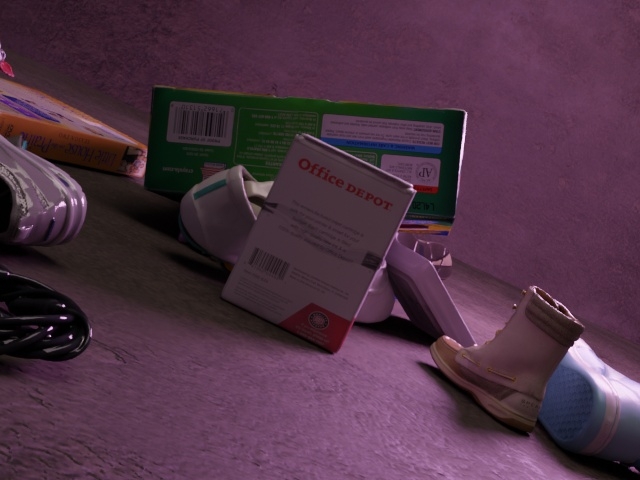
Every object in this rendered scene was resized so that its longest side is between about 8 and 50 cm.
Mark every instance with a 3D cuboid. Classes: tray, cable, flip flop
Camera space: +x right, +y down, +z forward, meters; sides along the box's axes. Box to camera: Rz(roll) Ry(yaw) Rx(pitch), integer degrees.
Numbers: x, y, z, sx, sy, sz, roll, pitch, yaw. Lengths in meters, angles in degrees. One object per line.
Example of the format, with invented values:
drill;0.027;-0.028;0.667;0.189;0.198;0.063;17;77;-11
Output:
tray;0.150;0.085;1.561;0.145;0.030;0.270;30;-17;40
cable;-0.249;0.044;0.751;0.184;0.047;0.150;24;1;11
flip flop;0.188;0.029;2.284;0.277;0.112;0.080;17;-15;-42

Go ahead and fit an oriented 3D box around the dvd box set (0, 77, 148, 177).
dvd box set;-0.508;-0.210;1.671;0.307;0.062;0.420;28;7;20

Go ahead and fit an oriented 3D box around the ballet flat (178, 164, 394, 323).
ballet flat;-0.006;0.009;1.384;0.400;0.139;0.139;26;5;-38

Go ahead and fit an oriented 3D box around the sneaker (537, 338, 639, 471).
sneaker;0.392;0.222;1.391;0.208;0.127;0.319;22;17;-11

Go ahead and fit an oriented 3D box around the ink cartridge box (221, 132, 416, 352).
ink cartridge box;0.000;0.000;1.226;0.158;0.218;0.092;26;7;3

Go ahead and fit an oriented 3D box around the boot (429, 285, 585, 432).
boot;0.240;0.131;1.322;0.077;0.165;0.213;23;9;-31

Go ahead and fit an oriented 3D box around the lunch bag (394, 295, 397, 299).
lunch bag;0.115;0.065;1.814;0.065;0.067;0.098;28;8;22

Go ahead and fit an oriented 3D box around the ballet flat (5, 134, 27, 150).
ballet flat;-0.372;-0.086;1.168;0.068;0.072;0.213;16;10;-22

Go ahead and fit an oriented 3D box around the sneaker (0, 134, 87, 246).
sneaker;-0.367;-0.079;0.982;0.281;0.105;0.115;23;13;9

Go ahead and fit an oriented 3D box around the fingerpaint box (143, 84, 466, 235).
fingerpaint box;-0.008;-0.110;1.582;0.444;0.163;0.371;6;-3;5

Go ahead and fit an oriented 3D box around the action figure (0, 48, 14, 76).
action figure;-0.682;-0.392;1.767;0.370;0.248;0.276;40;21;-34

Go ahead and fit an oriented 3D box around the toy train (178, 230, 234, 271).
toy train;-0.130;0.005;1.455;0.166;0.046;0.125;29;8;31
